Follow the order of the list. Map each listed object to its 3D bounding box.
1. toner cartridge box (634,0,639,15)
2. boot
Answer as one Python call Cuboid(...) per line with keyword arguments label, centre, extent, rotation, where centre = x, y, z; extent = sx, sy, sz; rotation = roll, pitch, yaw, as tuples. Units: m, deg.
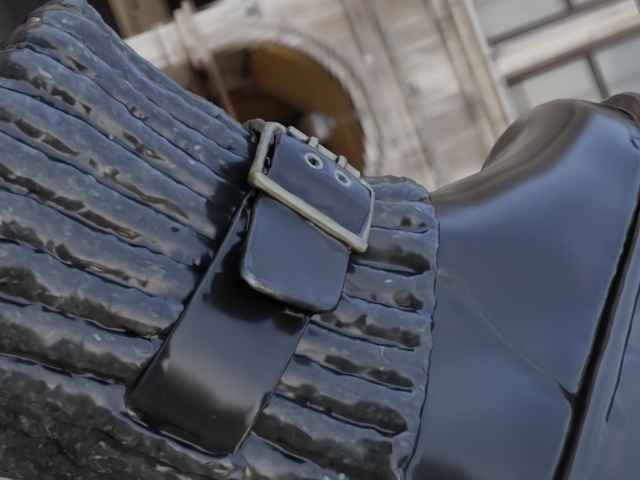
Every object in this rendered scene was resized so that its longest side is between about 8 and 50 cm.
Cuboid(label="toner cartridge box", centre=(0.409, -0.229, 1.241), extent=(0.075, 0.347, 0.165), rotation=(55, 17, -61))
Cuboid(label="boot", centre=(0.001, -0.003, 0.611), extent=(0.348, 0.260, 0.131), rotation=(-64, 178, -62))
